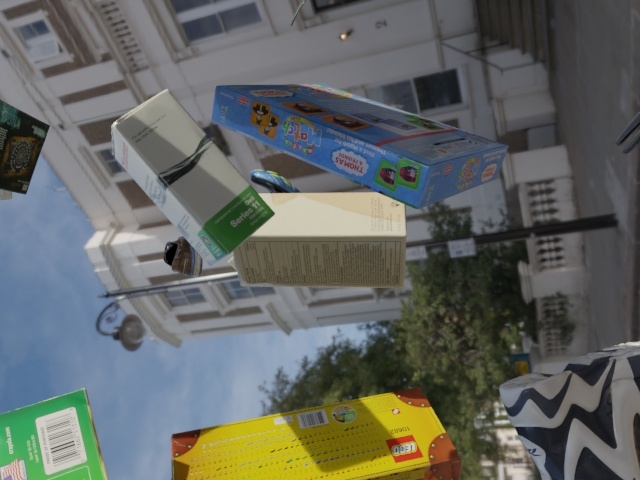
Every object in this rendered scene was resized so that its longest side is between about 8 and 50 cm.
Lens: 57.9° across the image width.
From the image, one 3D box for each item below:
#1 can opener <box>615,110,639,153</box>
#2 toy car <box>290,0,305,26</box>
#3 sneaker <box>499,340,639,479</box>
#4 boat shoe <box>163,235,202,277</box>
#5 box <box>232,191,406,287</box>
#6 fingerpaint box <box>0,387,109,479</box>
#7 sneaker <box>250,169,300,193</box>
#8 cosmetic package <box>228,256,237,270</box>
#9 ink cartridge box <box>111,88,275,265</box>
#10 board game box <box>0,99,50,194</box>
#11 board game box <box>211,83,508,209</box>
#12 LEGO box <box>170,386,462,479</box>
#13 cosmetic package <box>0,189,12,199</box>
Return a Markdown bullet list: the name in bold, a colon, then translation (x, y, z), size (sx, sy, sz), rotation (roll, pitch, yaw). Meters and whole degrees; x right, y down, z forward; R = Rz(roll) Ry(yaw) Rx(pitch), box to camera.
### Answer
- **can opener**: translation (0.681, -0.251, 1.214), size (0.186, 0.073, 0.059), rotation (108, 149, -65)
- **toy car**: translation (-0.007, -0.319, 0.590), size (0.188, 0.149, 0.155), rotation (134, 144, -64)
- **sneaker**: translation (0.320, 0.196, 0.609), size (0.094, 0.235, 0.153), rotation (137, 119, -72)
- **boat shoe**: translation (-0.290, 0.024, 1.205), size (0.183, 0.066, 0.066), rotation (-147, 67, -66)
- **box**: translation (0.000, 0.000, 1.072), size (0.148, 0.311, 0.121), rotation (87, -174, -45)
- **fingerpaint box**: translation (-0.389, 0.530, 0.919), size (0.444, 0.163, 0.371), rotation (60, 151, 31)
- **sneaker**: translation (-0.075, -0.079, 1.216), size (0.188, 0.078, 0.067), rotation (39, -169, -22)
- **cosmetic package**: translation (-0.169, 0.032, 1.443), size (0.060, 0.115, 0.041), rotation (44, -160, -6)
- **ink cartridge box**: translation (-0.174, -0.076, 0.771), size (0.208, 0.087, 0.153), rotation (50, 161, -7)
- **board game box**: translation (-0.477, -0.139, 0.880), size (0.186, 0.026, 0.126), rotation (173, 115, -85)
- **board game box**: translation (0.036, -0.095, 0.512), size (0.160, 0.212, 0.039), rotation (-20, -49, -51)
- **LEGO box**: translation (-0.014, 0.524, 1.116), size (0.193, 0.500, 0.372), rotation (-118, 23, -59)
- **cosmetic package**: translation (-0.653, -0.110, 0.971), size (0.117, 0.231, 0.085), rotation (30, 123, 55)
